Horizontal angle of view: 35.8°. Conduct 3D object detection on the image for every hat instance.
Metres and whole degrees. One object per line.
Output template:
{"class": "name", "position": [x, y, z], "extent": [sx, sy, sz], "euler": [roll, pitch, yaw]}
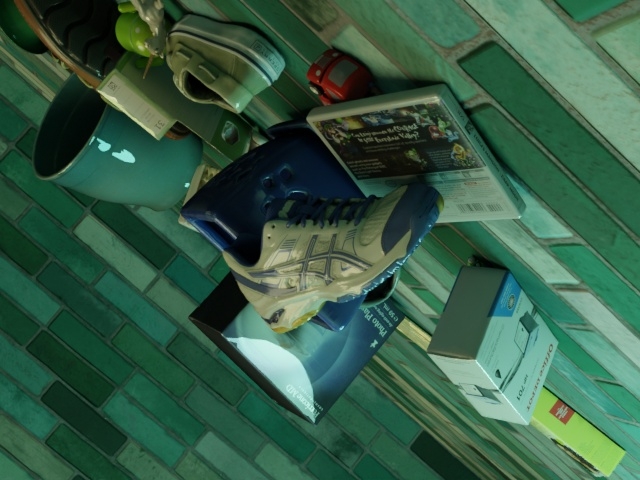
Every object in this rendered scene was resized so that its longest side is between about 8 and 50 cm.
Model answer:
{"class": "hat", "position": [-0.487, -0.451, 1.812], "extent": [0.173, 0.183, 0.208], "euler": [54, -154, -32]}

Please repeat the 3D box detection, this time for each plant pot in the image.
{"class": "plant pot", "position": [-0.022, -0.037, 1.341], "extent": [0.236, 0.212, 0.236], "euler": [44, 170, -16]}
{"class": "plant pot", "position": [-0.383, -0.188, 1.955], "extent": [0.255, 0.272, 0.271], "euler": [30, 178, -37]}

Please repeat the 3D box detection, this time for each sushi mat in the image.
{"class": "sushi mat", "position": [0.190, 0.191, 2.130], "extent": [0.316, 0.019, 0.151], "euler": [37, 171, 15]}

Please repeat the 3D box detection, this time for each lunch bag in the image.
{"class": "lunch bag", "position": [-0.172, -0.195, 1.681], "extent": [0.071, 0.053, 0.083], "euler": [36, 160, 13]}

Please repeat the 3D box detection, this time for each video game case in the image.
{"class": "video game case", "position": [0.099, -0.084, 1.046], "extent": [0.190, 0.022, 0.173], "euler": [-2, 137, 48]}

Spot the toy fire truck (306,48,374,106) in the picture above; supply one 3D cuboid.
{"class": "toy fire truck", "position": [0.072, -0.121, 1.102], "extent": [0.135, 0.047, 0.192], "euler": [32, 167, 37]}

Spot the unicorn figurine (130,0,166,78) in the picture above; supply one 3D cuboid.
{"class": "unicorn figurine", "position": [-0.240, -0.319, 1.328], "extent": [0.111, 0.060, 0.162], "euler": [82, 170, -73]}

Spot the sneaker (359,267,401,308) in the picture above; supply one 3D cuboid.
{"class": "sneaker", "position": [0.028, 0.016, 1.637], "extent": [0.295, 0.124, 0.178], "euler": [37, 178, -34]}

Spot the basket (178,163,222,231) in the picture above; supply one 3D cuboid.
{"class": "basket", "position": [-0.136, -0.048, 1.682], "extent": [0.103, 0.113, 0.167], "euler": [16, 175, 44]}

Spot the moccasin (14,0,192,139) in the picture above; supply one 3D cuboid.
{"class": "moccasin", "position": [-0.358, -0.314, 1.656], "extent": [0.380, 0.139, 0.147], "euler": [36, 166, -36]}

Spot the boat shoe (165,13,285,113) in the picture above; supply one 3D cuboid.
{"class": "boat shoe", "position": [-0.152, -0.231, 1.313], "extent": [0.109, 0.094, 0.302], "euler": [45, 169, -26]}

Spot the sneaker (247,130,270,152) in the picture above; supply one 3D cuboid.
{"class": "sneaker", "position": [-0.100, -0.130, 1.652], "extent": [0.061, 0.065, 0.158], "euler": [39, 171, 12]}

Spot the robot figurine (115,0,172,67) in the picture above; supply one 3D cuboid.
{"class": "robot figurine", "position": [-0.259, -0.306, 1.460], "extent": [0.115, 0.067, 0.101], "euler": [28, 136, 52]}

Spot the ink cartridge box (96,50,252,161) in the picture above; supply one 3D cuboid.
{"class": "ink cartridge box", "position": [-0.221, -0.204, 1.544], "extent": [0.235, 0.056, 0.171], "euler": [40, -157, -16]}

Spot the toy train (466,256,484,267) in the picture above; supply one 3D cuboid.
{"class": "toy train", "position": [0.213, 0.041, 1.382], "extent": [0.024, 0.017, 0.083], "euler": [49, 173, 17]}

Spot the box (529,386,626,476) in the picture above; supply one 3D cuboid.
{"class": "box", "position": [0.414, 0.317, 1.730], "extent": [0.232, 0.058, 0.087], "euler": [39, 170, 11]}

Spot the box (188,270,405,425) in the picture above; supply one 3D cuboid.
{"class": "box", "position": [-0.043, 0.154, 1.969], "extent": [0.296, 0.294, 0.182], "euler": [47, 165, -25]}

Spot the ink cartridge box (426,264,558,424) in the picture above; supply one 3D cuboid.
{"class": "ink cartridge box", "position": [0.237, 0.144, 1.349], "extent": [0.082, 0.140, 0.191], "euler": [4, 149, 41]}

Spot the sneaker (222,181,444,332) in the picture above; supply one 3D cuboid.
{"class": "sneaker", "position": [0.000, 0.000, 1.093], "extent": [0.296, 0.112, 0.131], "euler": [-33, 102, 39]}
